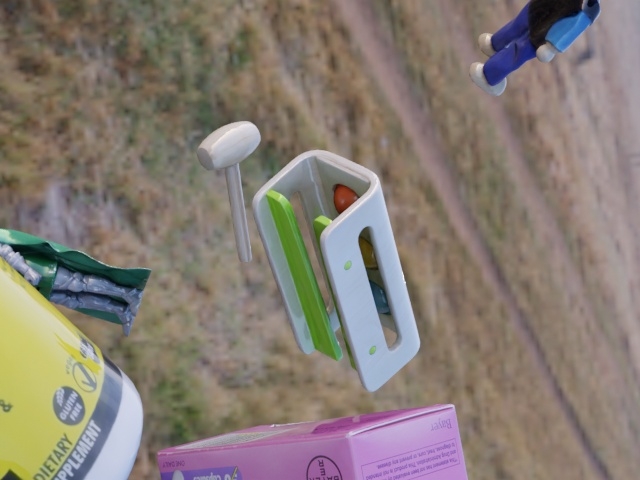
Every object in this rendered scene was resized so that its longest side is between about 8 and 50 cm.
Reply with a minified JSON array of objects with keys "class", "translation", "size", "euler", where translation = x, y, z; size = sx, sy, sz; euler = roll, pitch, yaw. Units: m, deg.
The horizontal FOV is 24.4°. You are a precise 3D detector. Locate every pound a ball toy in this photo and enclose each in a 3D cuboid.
[{"class":"pound a ball toy","translation":[0.000,0.000,1.760],"size":[0.135,0.208,0.319],"euler":[-41,137,-25]}]

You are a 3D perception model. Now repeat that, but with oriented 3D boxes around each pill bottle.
[{"class":"pill bottle","translation":[-0.271,0.049,0.817],"size":[0.334,0.188,0.188],"euler":[46,31,-24]}]

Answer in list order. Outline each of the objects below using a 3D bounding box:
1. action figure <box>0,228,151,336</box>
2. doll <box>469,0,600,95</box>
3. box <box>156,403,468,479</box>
[{"class":"action figure","translation":[-0.304,0.038,1.568],"size":[0.137,0.232,0.063],"euler":[117,-12,-54]},{"class":"doll","translation":[0.206,-0.201,1.309],"size":[0.046,0.189,0.129],"euler":[30,59,-19]},{"class":"box","translation":[0.006,0.257,1.095],"size":[0.117,0.213,0.243],"euler":[-8,87,-45]}]
